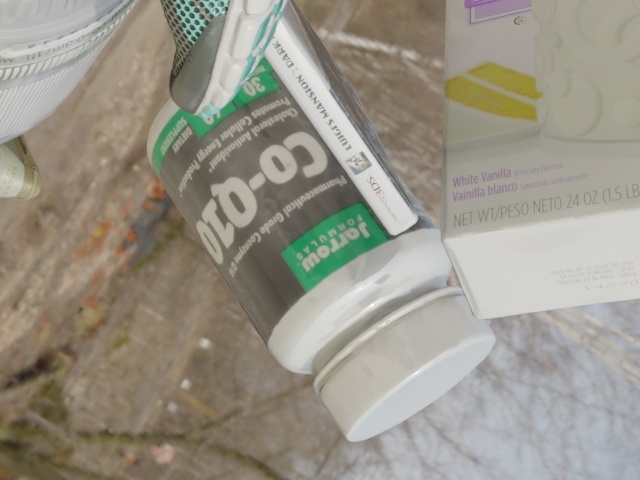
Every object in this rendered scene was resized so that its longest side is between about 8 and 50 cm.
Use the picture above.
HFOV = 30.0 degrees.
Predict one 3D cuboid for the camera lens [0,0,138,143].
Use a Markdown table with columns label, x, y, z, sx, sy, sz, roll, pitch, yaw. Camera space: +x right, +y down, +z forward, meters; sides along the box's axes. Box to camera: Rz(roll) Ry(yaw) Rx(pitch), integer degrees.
| label | x | y | z | sx | sy | sz | roll | pitch | yaw |
| --- | --- | --- | --- | --- | --- | --- | --- | --- | --- |
| camera lens | -0.205 | -0.176 | 0.653 | 0.219 | 0.219 | 0.274 | -59 | -165 | -21 |

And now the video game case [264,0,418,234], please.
| label | x | y | z | sx | sy | sz | roll | pitch | yaw |
| --- | --- | --- | --- | --- | --- | --- | --- | --- | --- |
| video game case | -0.013 | -0.111 | 0.694 | 0.022 | 0.173 | 0.190 | -33 | -150 | 8 |

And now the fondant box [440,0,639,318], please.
| label | x | y | z | sx | sy | sz | roll | pitch | yaw |
| --- | --- | --- | --- | --- | --- | --- | --- | --- | --- |
| fondant box | 0.207 | -0.120 | 0.796 | 0.096 | 0.238 | 0.330 | 60 | 27 | -46 |

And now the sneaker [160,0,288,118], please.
| label | x | y | z | sx | sy | sz | roll | pitch | yaw |
| --- | --- | --- | --- | --- | --- | --- | --- | --- | --- |
| sneaker | -0.044 | -0.116 | 0.446 | 0.166 | 0.076 | 0.065 | 112 | 2 | -49 |

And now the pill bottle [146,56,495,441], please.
| label | x | y | z | sx | sy | sz | roll | pitch | yaw |
| --- | --- | --- | --- | --- | --- | --- | --- | --- | --- |
| pill bottle | 0.000 | 0.000 | 1.172 | 0.204 | 0.361 | 0.204 | -31 | 161 | -12 |

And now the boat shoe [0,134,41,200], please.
| label | x | y | z | sx | sy | sz | roll | pitch | yaw |
| --- | --- | --- | --- | --- | --- | --- | --- | --- | --- |
| boat shoe | -0.226 | -0.070 | 0.833 | 0.056 | 0.048 | 0.153 | -64 | -153 | 13 |
